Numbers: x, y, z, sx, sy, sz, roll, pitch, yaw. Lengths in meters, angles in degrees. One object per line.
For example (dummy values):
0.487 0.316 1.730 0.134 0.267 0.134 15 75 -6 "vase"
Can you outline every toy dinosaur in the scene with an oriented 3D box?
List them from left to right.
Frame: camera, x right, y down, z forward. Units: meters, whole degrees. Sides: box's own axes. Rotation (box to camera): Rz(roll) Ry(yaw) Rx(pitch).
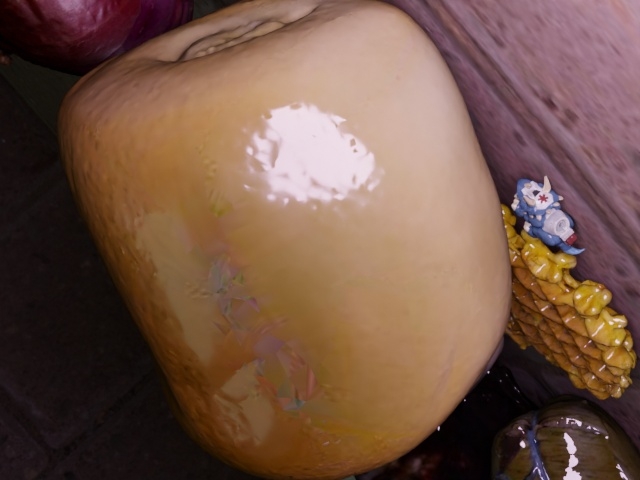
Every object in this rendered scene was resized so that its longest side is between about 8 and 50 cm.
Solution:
0.188 -0.019 1.246 0.083 0.030 0.047 55 169 -34 "toy dinosaur"

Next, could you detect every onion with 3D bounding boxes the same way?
-0.293 -0.282 1.506 0.347 0.285 0.347 46 -174 -7 "onion"

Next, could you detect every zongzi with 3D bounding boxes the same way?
0.367 0.322 1.532 0.174 0.393 0.356 3 -102 -71 "zongzi"

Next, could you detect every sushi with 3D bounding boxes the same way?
0.127 0.269 1.761 0.294 0.299 0.281 46 154 -7 "sushi"

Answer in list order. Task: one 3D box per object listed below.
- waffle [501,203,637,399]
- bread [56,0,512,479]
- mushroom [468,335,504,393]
0.202 0.052 1.383 0.228 0.051 0.231 46 168 10 "waffle"
-0.023 0.007 1.249 0.253 0.348 0.376 -73 -32 -59 "bread"
-0.003 0.012 1.573 0.397 0.224 0.314 50 166 -13 "mushroom"
